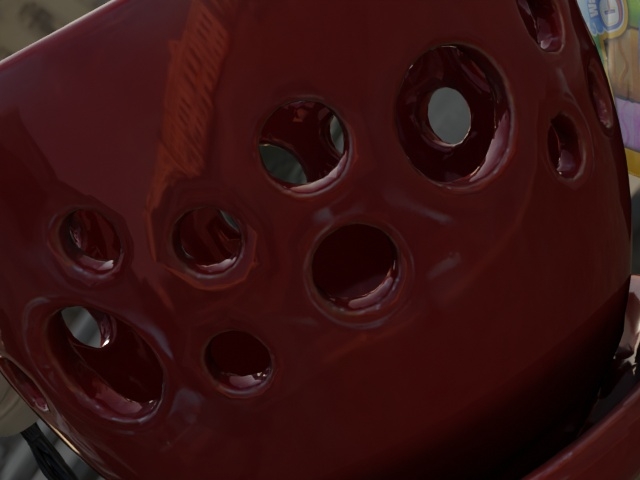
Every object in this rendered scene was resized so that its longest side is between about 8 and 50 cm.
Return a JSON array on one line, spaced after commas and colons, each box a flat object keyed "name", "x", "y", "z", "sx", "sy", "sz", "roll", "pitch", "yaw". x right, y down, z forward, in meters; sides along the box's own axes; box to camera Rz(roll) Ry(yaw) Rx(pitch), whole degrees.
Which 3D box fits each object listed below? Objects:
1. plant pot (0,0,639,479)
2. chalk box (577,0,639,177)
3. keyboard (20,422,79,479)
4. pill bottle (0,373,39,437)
[{"name": "plant pot", "x": 0.000, "y": 0.000, "z": 0.442, "sx": 0.191, "sy": 0.174, "sz": 0.191, "roll": -28, "pitch": 12, "yaw": 6}, {"name": "chalk box", "x": 0.242, "y": -0.129, "z": 0.842, "sx": 0.289, "sy": 0.180, "sz": 0.179, "roll": -144, "pitch": 44, "yaw": -64}, {"name": "keyboard", "x": -0.275, "y": 0.228, "z": 1.274, "sx": 0.201, "sy": 0.317, "sz": 0.033, "roll": -36, "pitch": -10, "yaw": -20}, {"name": "pill bottle", "x": -0.201, "y": 0.037, "z": 0.697, "sx": 0.108, "sy": 0.108, "sz": 0.193, "roll": -54, "pitch": -31, "yaw": 6}]
